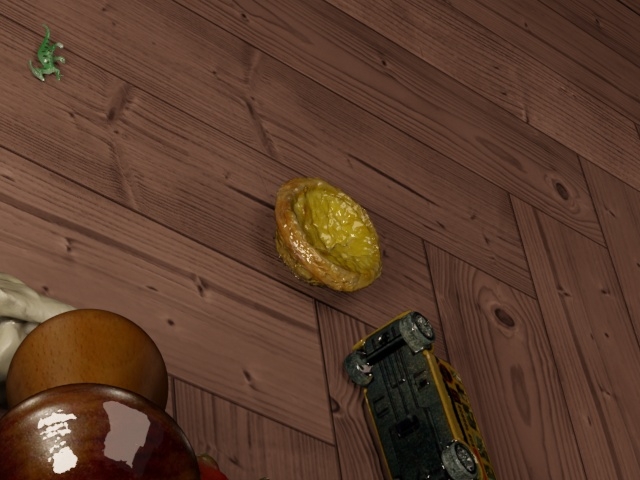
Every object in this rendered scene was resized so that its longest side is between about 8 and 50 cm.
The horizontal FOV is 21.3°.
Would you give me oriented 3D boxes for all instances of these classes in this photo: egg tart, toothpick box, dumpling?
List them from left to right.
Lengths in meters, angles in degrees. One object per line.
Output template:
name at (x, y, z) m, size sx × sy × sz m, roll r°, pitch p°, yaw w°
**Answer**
dumpling at (-0.333, 0.093, 1.675) m, size 0.250 × 0.162 × 0.132 m, roll 27°, pitch 35°, yaw -43°
toothpick box at (-0.208, 0.178, 1.509) m, size 0.192 × 0.192 × 0.294 m, roll 36°, pitch 13°, yaw -20°
egg tart at (0.000, 0.000, 2.302) m, size 0.191 × 0.074 × 0.191 m, roll 32°, pitch 34°, yaw -25°

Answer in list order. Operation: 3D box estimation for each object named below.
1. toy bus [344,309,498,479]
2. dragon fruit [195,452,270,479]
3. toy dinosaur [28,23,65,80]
toy bus at (0.140, 0.253, 2.140) m, size 0.123 × 0.121 × 0.335 m, roll 29°, pitch 33°, yaw -44°
dragon fruit at (-0.121, 0.317, 1.701) m, size 0.269 × 0.198 × 0.200 m, roll 47°, pitch -21°, yaw 59°
toy dinosaur at (-0.355, -0.236, 2.182) m, size 0.062 × 0.021 × 0.083 m, roll -25°, pitch 75°, yaw -46°
